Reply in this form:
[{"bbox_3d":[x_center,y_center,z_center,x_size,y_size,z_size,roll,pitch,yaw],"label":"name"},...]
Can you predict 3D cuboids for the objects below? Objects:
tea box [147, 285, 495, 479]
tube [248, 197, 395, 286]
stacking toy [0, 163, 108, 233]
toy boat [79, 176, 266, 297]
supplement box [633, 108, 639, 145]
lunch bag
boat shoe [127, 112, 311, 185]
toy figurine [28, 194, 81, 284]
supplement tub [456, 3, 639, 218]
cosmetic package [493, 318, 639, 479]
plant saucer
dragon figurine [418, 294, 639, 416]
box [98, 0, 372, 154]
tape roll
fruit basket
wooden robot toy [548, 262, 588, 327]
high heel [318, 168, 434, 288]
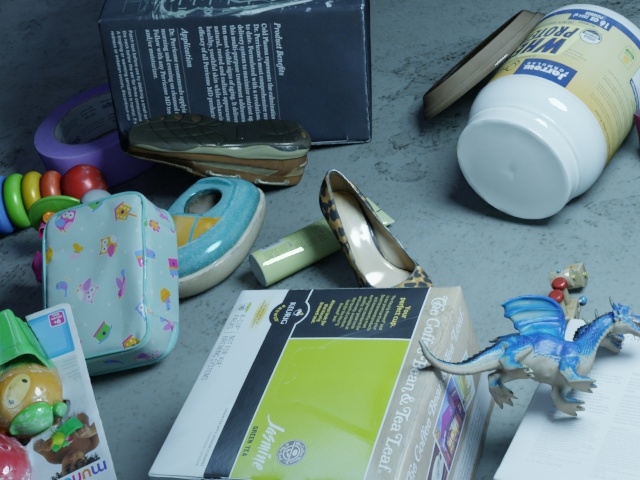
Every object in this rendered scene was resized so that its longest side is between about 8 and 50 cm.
[{"bbox_3d":[0.017,0.244,1.553,0.323,0.220,0.329,-2,40,26],"label":"tea box"},{"bbox_3d":[0.000,0.000,2.029,0.240,0.062,0.070,-27,79,-17],"label":"tube"},{"bbox_3d":[-0.570,-0.080,2.359,0.330,0.141,0.141,-12,36,6],"label":"stacking toy"},{"bbox_3d":[-0.263,-0.022,2.105,0.318,0.148,0.267,0,41,27],"label":"toy boat"},{"bbox_3d":[0.594,-0.191,1.932,0.188,0.104,0.081,-31,37,-14],"label":"supplement box"},{"bbox_3d":[-0.339,0.068,1.963,0.224,0.108,0.279,-16,65,24],"label":"lunch bag"},{"bbox_3d":[-0.180,-0.146,2.195,0.323,0.120,0.123,4,34,1],"label":"boat shoe"},{"bbox_3d":[-0.447,0.022,2.202,0.173,0.130,0.159,5,51,-5],"label":"toy figurine"},{"bbox_3d":[0.374,-0.204,1.955,0.228,0.228,0.316,11,46,36],"label":"supplement tub"},{"bbox_3d":[0.434,0.237,1.458,0.377,0.097,0.284,6,45,33],"label":"cosmetic package"},{"bbox_3d":[0.281,-0.316,2.179,0.278,0.041,0.278,-42,5,4],"label":"plant saucer"},{"bbox_3d":[0.253,0.125,1.492,0.289,0.085,0.144,7,46,-3],"label":"dragon figurine"},{"bbox_3d":[-0.140,-0.417,2.370,0.471,0.297,0.480,-1,38,3],"label":"box"},{"bbox_3d":[-0.435,-0.215,2.497,0.274,0.090,0.275,-14,35,10],"label":"tape roll"},{"bbox_3d":[-0.478,0.284,1.782,0.327,0.165,0.353,-25,50,3],"label":"fruit basket"},{"bbox_3d":[0.321,0.090,1.736,0.079,0.076,0.173,-11,35,32],"label":"wooden robot toy"},{"bbox_3d":[0.082,0.006,1.861,0.093,0.186,0.261,-31,37,-14],"label":"high heel"}]
